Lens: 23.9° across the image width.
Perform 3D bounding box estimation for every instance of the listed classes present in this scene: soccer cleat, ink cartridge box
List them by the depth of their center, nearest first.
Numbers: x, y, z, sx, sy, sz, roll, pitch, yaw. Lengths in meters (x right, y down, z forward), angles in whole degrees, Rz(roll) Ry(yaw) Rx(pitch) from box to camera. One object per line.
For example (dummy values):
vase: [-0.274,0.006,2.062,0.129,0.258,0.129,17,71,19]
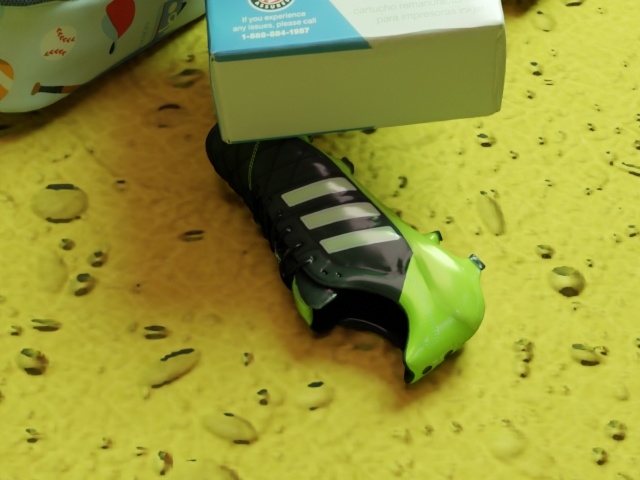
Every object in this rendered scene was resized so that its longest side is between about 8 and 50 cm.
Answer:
soccer cleat: [0.000,0.000,0.750,0.179,0.060,0.072,36,66,23]
ink cartridge box: [0.010,-0.153,0.760,0.139,0.082,0.191,-6,62,0]

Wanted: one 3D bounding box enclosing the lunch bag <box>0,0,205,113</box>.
lunch bag: [-0.206,-0.212,0.882,0.303,0.115,0.243,33,50,20]
